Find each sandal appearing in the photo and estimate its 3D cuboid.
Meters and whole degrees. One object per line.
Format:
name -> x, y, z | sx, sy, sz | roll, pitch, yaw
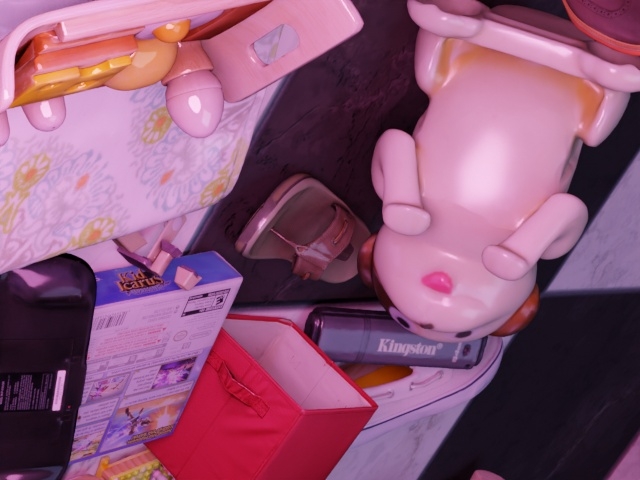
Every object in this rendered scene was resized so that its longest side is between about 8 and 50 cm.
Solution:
sandal -> 0.001, -0.001, 1.852 | 0.120, 0.086, 0.303 | -53, 152, 9

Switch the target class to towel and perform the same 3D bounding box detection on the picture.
towel -> -0.194, -0.128, 1.413 | 0.374, 0.090, 0.321 | -19, 139, -43

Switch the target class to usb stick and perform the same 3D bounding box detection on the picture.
usb stick -> 0.103, 0.135, 2.095 | 0.278, 0.045, 0.077 | 6, 101, -27

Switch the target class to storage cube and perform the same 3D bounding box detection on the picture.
storage cube -> -0.083, 0.223, 1.914 | 0.193, 0.183, 0.215 | -56, 152, 16

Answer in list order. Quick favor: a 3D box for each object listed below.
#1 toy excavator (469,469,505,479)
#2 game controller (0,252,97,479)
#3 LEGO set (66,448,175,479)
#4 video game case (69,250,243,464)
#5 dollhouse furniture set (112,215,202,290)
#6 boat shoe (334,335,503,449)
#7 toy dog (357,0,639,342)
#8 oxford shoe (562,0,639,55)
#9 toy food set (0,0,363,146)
toy excavator -> 0.171, 0.536, 2.665 | 0.432, 0.445, 0.222 | 16, 122, -14
game controller -> -0.321, 0.143, 1.546 | 0.166, 0.067, 0.319 | -5, 129, -27
LEGO set -> -0.207, 0.335, 1.959 | 0.132, 0.107, 0.287 | -49, 152, 1
video game case -> -0.238, 0.139, 1.714 | 0.269, 0.061, 0.244 | -10, 133, -49
dollhouse furniture set -> -0.169, -0.016, 1.612 | 0.081, 0.091, 0.114 | -59, 152, -13
boat shoe -> 0.129, 0.163, 2.222 | 0.367, 0.136, 0.156 | -20, 132, -31
toy dog -> 0.179, -0.073, 1.824 | 0.395, 0.284, 0.408 | -84, -169, -74
oxford shoe -> 0.302, -0.314, 1.705 | 0.097, 0.271, 0.098 | -30, 146, -4
toy food set -> -0.147, -0.118, 1.178 | 0.306, 0.092, 0.219 | -18, 179, -33
